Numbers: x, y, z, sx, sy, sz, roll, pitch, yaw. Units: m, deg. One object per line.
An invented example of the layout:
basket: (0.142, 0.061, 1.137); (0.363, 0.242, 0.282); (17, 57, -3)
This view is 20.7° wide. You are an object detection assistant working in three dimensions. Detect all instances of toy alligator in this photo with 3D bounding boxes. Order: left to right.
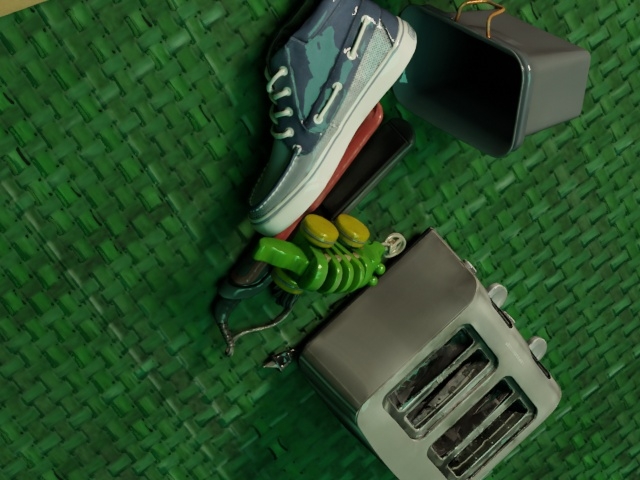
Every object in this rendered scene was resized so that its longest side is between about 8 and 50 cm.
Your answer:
toy alligator: (0.022, 0.017, 1.319); (0.189, 0.051, 0.056); (0, 130, -53)

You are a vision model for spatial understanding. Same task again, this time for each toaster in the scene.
toaster: (0.084, 0.109, 1.427); (0.185, 0.110, 0.168); (-42, 129, -4)

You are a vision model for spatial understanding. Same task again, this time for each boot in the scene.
boot: (-0.017, -0.100, 1.283); (0.086, 0.069, 0.190); (32, 95, -26)

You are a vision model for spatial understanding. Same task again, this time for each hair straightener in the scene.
hair straightener: (0.000, 0.000, 1.352); (0.089, 0.047, 0.230); (29, 99, -39)

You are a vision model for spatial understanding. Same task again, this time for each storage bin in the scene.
storage bin: (0.133, -0.133, 1.311); (0.091, 0.135, 0.098); (-16, 124, -37)

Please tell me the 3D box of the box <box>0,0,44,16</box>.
box: (-0.227, -0.214, 1.107); (0.201, 0.021, 0.164); (-23, 126, -19)
